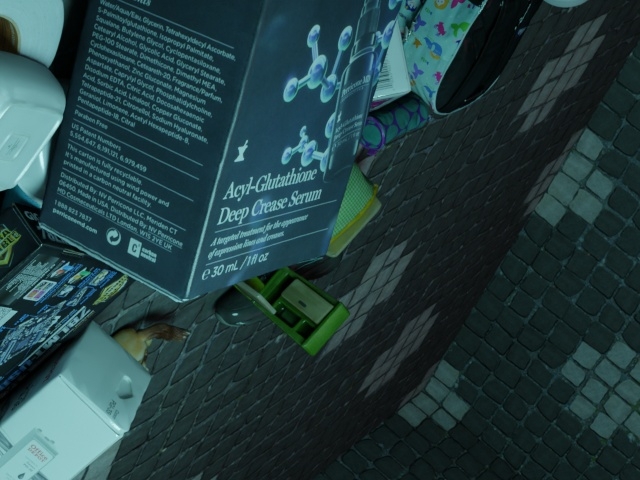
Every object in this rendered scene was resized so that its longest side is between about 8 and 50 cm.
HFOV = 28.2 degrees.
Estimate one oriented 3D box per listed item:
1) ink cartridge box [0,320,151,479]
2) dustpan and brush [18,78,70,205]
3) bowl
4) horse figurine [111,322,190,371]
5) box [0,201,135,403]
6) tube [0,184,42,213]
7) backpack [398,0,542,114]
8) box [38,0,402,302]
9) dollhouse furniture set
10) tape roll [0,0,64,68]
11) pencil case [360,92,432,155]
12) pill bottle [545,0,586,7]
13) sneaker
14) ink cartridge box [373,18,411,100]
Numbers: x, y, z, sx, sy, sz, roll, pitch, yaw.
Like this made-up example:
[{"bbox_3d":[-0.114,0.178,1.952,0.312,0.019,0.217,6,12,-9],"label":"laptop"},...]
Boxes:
[{"bbox_3d":[-0.374,0.257,1.662,0.283,0.117,0.207,-41,-169,13],"label":"ink cartridge box"},{"bbox_3d":[-0.308,-0.119,1.350,0.211,0.060,0.147,32,71,-69],"label":"dustpan and brush"},{"bbox_3d":[-0.303,-0.101,1.184,0.142,0.053,0.142,-51,162,10],"label":"bowl"},{"bbox_3d":[-0.323,0.208,1.983,0.263,0.066,0.174,-45,168,-9],"label":"horse figurine"},{"bbox_3d":[-0.384,0.093,1.516,0.295,0.073,0.293,-41,166,7],"label":"box"},{"bbox_3d":[-0.352,-0.015,1.491,0.080,0.052,0.207,-21,152,-39],"label":"tube"},{"bbox_3d":[0.216,-0.329,1.981,0.225,0.191,0.253,-26,144,-47],"label":"backpack"},{"bbox_3d":[-0.095,-0.173,1.372,0.293,0.212,0.395,-18,129,-58],"label":"box"},{"bbox_3d":[0.000,0.000,2.088,0.301,0.151,0.197,-48,139,-8],"label":"dollhouse furniture set"},{"bbox_3d":[-0.339,-0.175,1.151,0.219,0.072,0.219,-43,161,-18],"label":"tape roll"},{"bbox_3d":[0.128,-0.206,2.228,0.152,0.065,0.070,-30,129,-45],"label":"pencil case"},{"bbox_3d":[0.424,-0.511,2.178,0.153,0.153,0.264,-48,163,-5],"label":"pill bottle"},{"bbox_3d":[-0.083,0.048,2.234,0.267,0.101,0.106,-36,131,-23],"label":"sneaker"},{"bbox_3d":[0.047,-0.257,1.638,0.069,0.175,0.371,-12,-177,-2],"label":"ink cartridge box"}]
